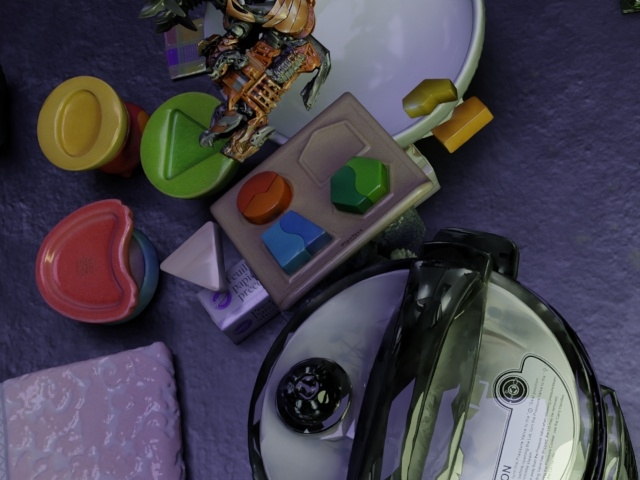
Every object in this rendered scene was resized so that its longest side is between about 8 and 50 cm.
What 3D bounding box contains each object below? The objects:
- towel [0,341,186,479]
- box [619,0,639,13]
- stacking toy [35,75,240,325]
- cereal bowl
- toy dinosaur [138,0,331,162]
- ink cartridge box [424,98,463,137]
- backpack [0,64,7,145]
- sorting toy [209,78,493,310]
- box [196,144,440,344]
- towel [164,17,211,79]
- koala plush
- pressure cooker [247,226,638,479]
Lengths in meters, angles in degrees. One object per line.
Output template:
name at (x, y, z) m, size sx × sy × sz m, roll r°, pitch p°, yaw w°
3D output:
towel at (-0.312, 0.308, 1.948) m, size 0.317 × 0.053 × 0.332 m, roll -12°, pitch 68°, yaw 10°
box at (0.408, -0.320, 1.997) m, size 0.083 × 0.062 × 0.052 m, roll -5°, pitch 67°, yaw 13°
stacking toy at (-0.206, -0.043, 2.015) m, size 0.279 × 0.130 × 0.309 m, roll -1°, pitch 80°, yaw 22°
cereal bowl at (0.038, -0.251, 1.970) m, size 0.339 × 0.141 × 0.339 m, roll -3°, pitch 79°, yaw 15°
toy dinosaur at (-0.080, -0.260, 1.879) m, size 0.218 × 0.164 × 0.322 m, roll 20°, pitch 68°, yaw 3°
ink cartridge box at (0.071, -0.225, 2.064) m, size 0.189 × 0.066 × 0.232 m, roll -17°, pitch 82°, yaw 7°
backpack at (-0.507, -0.163, 2.147) m, size 0.182 × 0.115 × 0.152 m, roll -11°, pitch 56°, yaw 11°
sorting toy at (0.029, -0.083, 1.788) m, size 0.307 × 0.041 × 0.229 m, roll -40°, pitch 41°, yaw 2°
box at (0.000, 0.000, 1.979) m, size 0.324 × 0.067 × 0.063 m, roll -37°, pitch 64°, yaw -3°
towel at (-0.175, -0.254, 2.153) m, size 0.060 × 0.009 × 0.083 m, roll -12°, pitch 68°, yaw 9°
koala plush at (0.036, 0.041, 1.879) m, size 0.196 × 0.221 × 0.203 m, roll -47°, pitch 41°, yaw -5°
pressure cooker at (0.117, 0.221, 1.667) m, size 0.375 × 0.420 × 0.370 m, roll -30°, pitch 64°, yaw 1°
